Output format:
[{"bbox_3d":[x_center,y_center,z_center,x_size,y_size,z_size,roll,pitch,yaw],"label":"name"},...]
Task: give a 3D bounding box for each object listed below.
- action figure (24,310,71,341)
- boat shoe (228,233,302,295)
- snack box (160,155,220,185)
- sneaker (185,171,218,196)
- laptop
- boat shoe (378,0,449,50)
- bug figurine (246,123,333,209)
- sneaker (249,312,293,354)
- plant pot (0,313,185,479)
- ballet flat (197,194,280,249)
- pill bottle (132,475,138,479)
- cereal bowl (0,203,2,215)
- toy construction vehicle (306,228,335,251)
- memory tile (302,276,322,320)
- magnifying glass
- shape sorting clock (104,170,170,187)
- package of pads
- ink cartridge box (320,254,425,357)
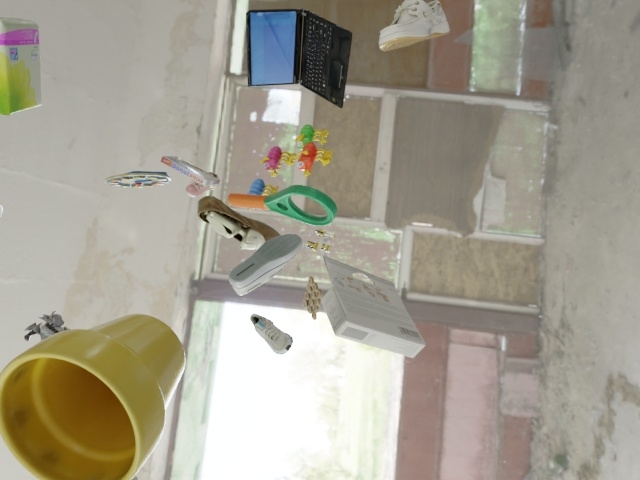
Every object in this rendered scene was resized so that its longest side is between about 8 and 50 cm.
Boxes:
[{"bbox_3d":[-0.918,0.366,1.723,0.099,0.185,0.285,13,-81,-50],"label":"action figure"},{"bbox_3d":[-0.145,0.063,1.388,0.083,0.226,0.076,45,156,35],"label":"boat shoe"},{"bbox_3d":[-0.381,-0.205,1.518,0.064,0.178,0.022,-16,-49,-61],"label":"snack box"},{"bbox_3d":[-0.399,-0.197,1.759,0.070,0.051,0.134,-49,-10,37],"label":"sneaker"},{"bbox_3d":[-0.065,-0.496,1.434,0.136,0.264,0.234,-40,-26,-31],"label":"laptop"},{"bbox_3d":[0.200,-0.485,1.146,0.277,0.098,0.096,-38,-62,-49],"label":"boat shoe"},{"bbox_3d":[-0.089,-0.195,1.312,0.072,0.279,0.216,42,-141,-26],"label":"bug figurine"},{"bbox_3d":[-0.157,0.276,1.554,0.071,0.190,0.083,-51,-49,-12],"label":"sneaker"},{"bbox_3d":[-0.355,0.245,0.878,0.239,0.254,0.254,-52,-31,-69],"label":"plant pot"},{"bbox_3d":[-0.300,-0.041,1.881,0.116,0.342,0.124,-48,16,33],"label":"ballet flat"},{"bbox_3d":[-0.407,0.480,0.980,0.120,0.067,0.067,17,-101,-73],"label":"pill bottle"},{"bbox_3d":[-1.139,-0.045,1.530,0.339,0.141,0.339,-41,9,8],"label":"cereal bowl"},{"bbox_3d":[0.000,0.000,2.016,0.035,0.098,0.086,48,-116,-74],"label":"toy construction vehicle"},{"bbox_3d":[-0.031,0.217,1.946,0.113,0.012,0.148,54,142,45],"label":"memory tile"},{"bbox_3d":[-0.072,-0.066,0.918,0.092,0.231,0.026,54,-129,-45],"label":"magnifying glass"},{"bbox_3d":[-0.600,-0.196,1.706,0.206,0.206,0.040,-15,-83,-87],"label":"shape sorting clock"},{"bbox_3d":[-1.027,-0.582,1.721,0.229,0.101,0.296,-93,11,-68],"label":"package of pads"},{"bbox_3d":[0.134,0.189,1.477,0.066,0.296,0.261,-52,35,24],"label":"ink cartridge box"}]
